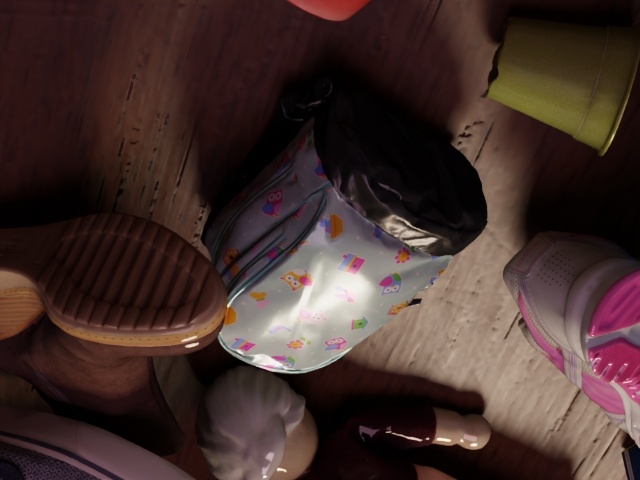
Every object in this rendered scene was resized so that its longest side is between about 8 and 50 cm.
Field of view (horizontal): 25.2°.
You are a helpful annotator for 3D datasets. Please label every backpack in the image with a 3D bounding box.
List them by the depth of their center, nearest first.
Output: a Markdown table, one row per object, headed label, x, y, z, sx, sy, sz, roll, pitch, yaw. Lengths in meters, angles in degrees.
| label | x | y | z | sx | sy | sz | roll | pitch | yaw |
| --- | --- | --- | --- | --- | --- | --- | --- | --- | --- |
| backpack | 0.000 | 0.000 | 0.925 | 0.152 | 0.115 | 0.182 | 32 | 125 | -28 |

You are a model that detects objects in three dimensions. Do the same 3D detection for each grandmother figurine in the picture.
| label | x | y | z | sx | sy | sz | roll | pitch | yaw |
| --- | --- | --- | --- | --- | --- | --- | --- | --- | --- |
| grandmother figurine | 0.045 | 0.211 | 1.105 | 0.342 | 0.207 | 0.104 | 36 | 166 | -19 |

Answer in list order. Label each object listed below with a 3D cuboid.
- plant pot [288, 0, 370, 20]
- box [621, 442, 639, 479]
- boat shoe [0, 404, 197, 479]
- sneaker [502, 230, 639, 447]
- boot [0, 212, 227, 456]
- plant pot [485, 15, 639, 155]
| label | x | y | z | sx | sy | sz | roll | pitch | yaw |
| --- | --- | --- | --- | --- | --- | --- | --- | --- | --- |
| plant pot | 0.010 | -0.231 | 0.687 | 0.174 | 0.191 | 0.191 | -41 | 121 | 17 |
| box | 0.315 | 0.153 | 1.096 | 0.054 | 0.059 | 0.169 | 36 | 121 | -26 |
| boat shoe | -0.246 | 0.197 | 0.992 | 0.341 | 0.158 | 0.127 | 15 | 148 | 14 |
| sneaker | 0.205 | 0.059 | 0.997 | 0.103 | 0.111 | 0.252 | -47 | 143 | -5 |
| boot | -0.130 | 0.075 | 0.964 | 0.248 | 0.090 | 0.207 | 8 | 144 | 34 |
| plant pot | 0.144 | -0.101 | 0.872 | 0.079 | 0.083 | 0.083 | 15 | 129 | 1 |
